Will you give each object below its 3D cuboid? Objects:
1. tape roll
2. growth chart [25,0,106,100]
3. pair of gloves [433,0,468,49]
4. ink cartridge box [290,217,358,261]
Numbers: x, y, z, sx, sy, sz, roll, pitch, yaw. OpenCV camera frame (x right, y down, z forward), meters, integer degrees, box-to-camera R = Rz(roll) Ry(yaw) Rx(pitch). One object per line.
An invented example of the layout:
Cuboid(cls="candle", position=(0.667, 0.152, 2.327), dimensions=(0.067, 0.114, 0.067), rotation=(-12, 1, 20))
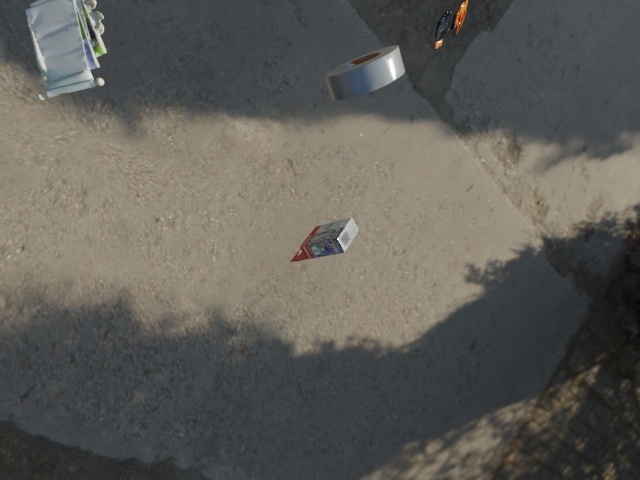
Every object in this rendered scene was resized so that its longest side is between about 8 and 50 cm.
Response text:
Cuboid(cls="tape roll", position=(0.124, -0.474, 1.219), dimensions=(0.219, 0.219, 0.072), rotation=(-32, 118, -17))
Cuboid(cls="growth chart", position=(-0.517, -0.417, 0.878), dimensions=(0.171, 0.021, 0.238), rotation=(-5, 95, 5))
Cuboid(cls="pair of gloves", position=(0.249, -0.415, 0.825), dimensions=(0.083, 0.010, 0.074), rotation=(-37, 155, -18))
Cuboid(cls="ink cartridge box", position=(0.000, 0.000, 0.709), dimensions=(0.029, 0.115, 0.063), rotation=(60, 40, -22))
